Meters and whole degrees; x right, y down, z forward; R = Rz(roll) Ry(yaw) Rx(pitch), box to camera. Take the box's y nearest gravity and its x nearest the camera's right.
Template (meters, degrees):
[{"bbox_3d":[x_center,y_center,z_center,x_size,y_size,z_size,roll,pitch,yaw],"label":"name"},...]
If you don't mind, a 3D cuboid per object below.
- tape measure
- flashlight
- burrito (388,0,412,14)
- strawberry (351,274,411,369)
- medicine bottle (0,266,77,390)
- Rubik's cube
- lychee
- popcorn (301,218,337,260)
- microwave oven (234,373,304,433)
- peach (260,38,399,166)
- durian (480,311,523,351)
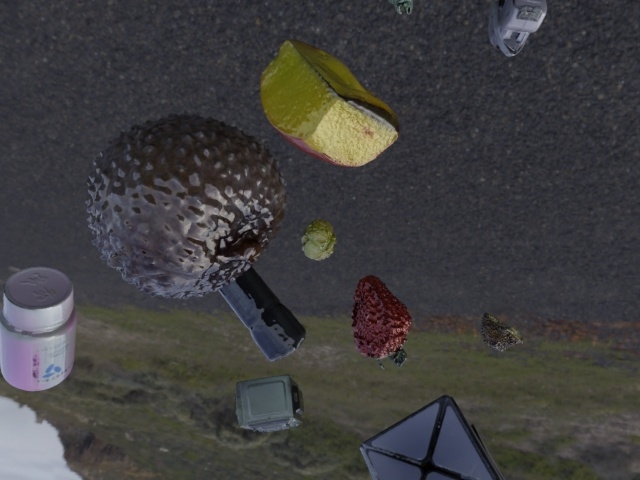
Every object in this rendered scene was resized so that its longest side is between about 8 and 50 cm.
[{"bbox_3d":[0.513,-0.606,1.438,0.120,0.236,0.197,8,149,-1],"label":"tape measure"},{"bbox_3d":[-0.182,0.055,1.048,0.424,0.103,0.103,50,164,17],"label":"flashlight"},{"bbox_3d":[0.190,-0.574,1.276,0.044,0.118,0.074,-5,149,-20],"label":"burrito"},{"bbox_3d":[0.162,0.234,1.581,0.188,0.286,0.106,-26,160,17],"label":"strawberry"},{"bbox_3d":[-0.602,0.190,1.162,0.152,0.152,0.254,18,124,-7],"label":"medicine bottle"},{"bbox_3d":[0.281,0.555,1.261,0.260,0.255,0.259,-34,139,7],"label":"Rubik's cube"},{"bbox_3d":[-0.199,-0.053,0.831,0.300,0.300,0.300,12,157,5],"label":"lychee"},{"bbox_3d":[0.000,0.000,1.597,0.106,0.120,0.116,15,170,27],"label":"popcorn"},{"bbox_3d":[-0.133,0.449,1.472,0.163,0.129,0.205,-8,158,3],"label":"microwave oven"},{"bbox_3d":[0.026,-0.359,1.530,0.380,0.242,0.306,46,-153,25],"label":"peach"},{"bbox_3d":[0.424,0.228,1.296,0.110,0.071,0.140,31,-176,21],"label":"durian"}]
